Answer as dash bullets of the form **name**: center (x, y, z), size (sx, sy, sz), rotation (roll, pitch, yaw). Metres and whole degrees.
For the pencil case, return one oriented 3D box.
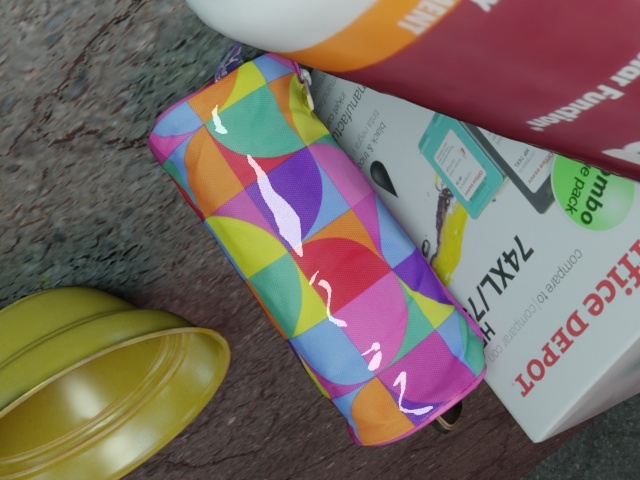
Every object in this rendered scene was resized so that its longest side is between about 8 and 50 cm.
- **pencil case**: center (0.000, 0.000, 0.670), size (0.104, 0.236, 0.104), rotation (-33, -177, 2)

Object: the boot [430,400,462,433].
- **boot**: center (0.165, 0.159, 1.432), size (0.137, 0.077, 0.198), rotation (-46, 158, 8)

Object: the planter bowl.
- **planter bowl**: center (-0.174, 0.095, 0.782), size (0.217, 0.090, 0.217), rotation (-31, 156, -15)

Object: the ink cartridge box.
- **ink cartridge box**: center (0.156, -0.061, 0.725), size (0.197, 0.270, 0.198), rotation (-18, 151, -38)

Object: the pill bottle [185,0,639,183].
- **pill bottle**: center (0.158, -0.128, 0.468), size (0.392, 0.224, 0.224), rotation (15, 130, -28)
